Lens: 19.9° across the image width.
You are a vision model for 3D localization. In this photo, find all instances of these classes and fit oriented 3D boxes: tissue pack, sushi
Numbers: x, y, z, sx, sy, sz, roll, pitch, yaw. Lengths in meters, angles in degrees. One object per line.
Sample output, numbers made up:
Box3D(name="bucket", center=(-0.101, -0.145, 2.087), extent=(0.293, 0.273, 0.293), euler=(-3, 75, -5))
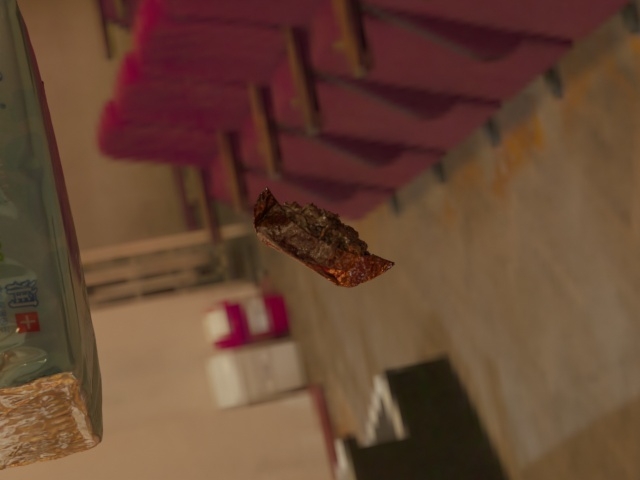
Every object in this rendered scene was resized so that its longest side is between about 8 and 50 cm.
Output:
Box3D(name="tissue pack", center=(-0.196, -0.008, 1.127), extent=(0.177, 0.089, 0.263), euler=(97, 162, -69))
Box3D(name="sushi", center=(0.000, 0.000, 1.515), extent=(0.120, 0.055, 0.052), euler=(31, 176, 30))
